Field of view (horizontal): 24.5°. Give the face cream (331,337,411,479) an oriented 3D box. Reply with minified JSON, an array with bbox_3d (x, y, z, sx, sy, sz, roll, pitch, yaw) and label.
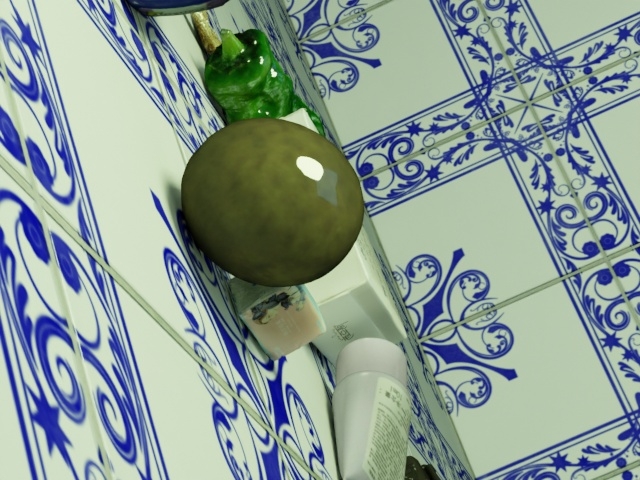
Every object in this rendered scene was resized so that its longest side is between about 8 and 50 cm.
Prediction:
[{"bbox_3d":[0.060,0.242,1.743,0.274,0.096,0.154,-87,157,-49],"label":"face cream"}]

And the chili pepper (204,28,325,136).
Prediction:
[{"bbox_3d":[-0.081,-0.191,2.022,0.099,0.136,0.270,30,-20,36],"label":"chili pepper"}]

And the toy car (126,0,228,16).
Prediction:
[{"bbox_3d":[-0.167,-0.340,1.703,0.235,0.172,0.158,-84,166,-83],"label":"toy car"}]

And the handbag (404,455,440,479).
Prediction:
[{"bbox_3d":[0.196,0.440,1.972,0.285,0.113,0.257,49,10,-46],"label":"handbag"}]

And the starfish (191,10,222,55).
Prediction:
[{"bbox_3d":[-0.144,-0.282,2.110,0.150,0.053,0.209,65,2,-55],"label":"starfish"}]

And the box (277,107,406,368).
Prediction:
[{"bbox_3d":[-0.003,0.001,1.918,0.203,0.116,0.274,56,12,-61],"label":"box"}]

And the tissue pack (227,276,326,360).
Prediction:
[{"bbox_3d":[-0.044,0.069,1.517,0.094,0.074,0.059,58,3,-45],"label":"tissue pack"}]

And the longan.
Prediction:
[{"bbox_3d":[-0.049,-0.043,1.440,0.185,0.159,0.204,11,26,-32],"label":"longan"}]
